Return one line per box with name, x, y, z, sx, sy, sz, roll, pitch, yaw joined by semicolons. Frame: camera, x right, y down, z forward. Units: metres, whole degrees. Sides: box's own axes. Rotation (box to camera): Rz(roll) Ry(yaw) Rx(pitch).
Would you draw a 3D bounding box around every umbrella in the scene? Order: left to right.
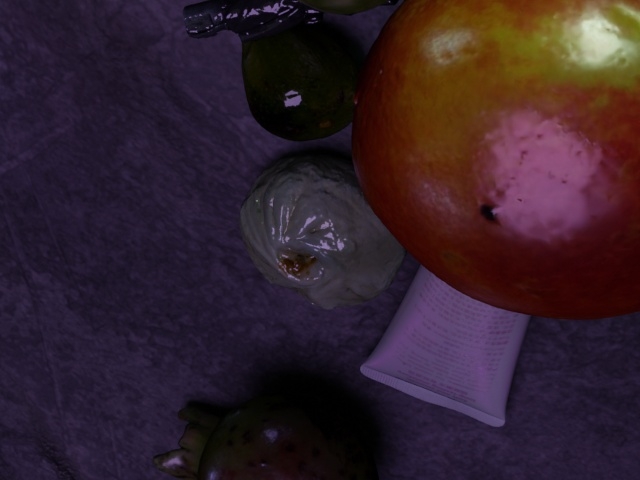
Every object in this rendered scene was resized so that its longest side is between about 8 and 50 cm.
umbrella;-0.031;-0.247;1.784;0.235;0.066;0.059;-10;119;20

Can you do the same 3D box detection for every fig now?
fig;-0.029;-0.183;1.841;0.123;0.123;0.156;-47;58;41

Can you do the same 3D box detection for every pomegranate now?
pomegranate;-0.065;0.310;2.176;0.242;0.242;0.306;49;149;-18

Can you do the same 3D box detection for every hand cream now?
hand cream;0.168;0.080;1.966;0.185;0.118;0.359;20;139;2

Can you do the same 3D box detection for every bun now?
bun;0.000;0.000;1.956;0.195;0.118;0.195;9;130;11

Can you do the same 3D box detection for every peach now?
peach;0.212;-0.103;1.620;0.388;0.388;0.388;12;130;14

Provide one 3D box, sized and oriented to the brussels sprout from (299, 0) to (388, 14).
brussels sprout;0.016;-0.355;1.569;0.328;0.247;0.328;-6;122;-9
